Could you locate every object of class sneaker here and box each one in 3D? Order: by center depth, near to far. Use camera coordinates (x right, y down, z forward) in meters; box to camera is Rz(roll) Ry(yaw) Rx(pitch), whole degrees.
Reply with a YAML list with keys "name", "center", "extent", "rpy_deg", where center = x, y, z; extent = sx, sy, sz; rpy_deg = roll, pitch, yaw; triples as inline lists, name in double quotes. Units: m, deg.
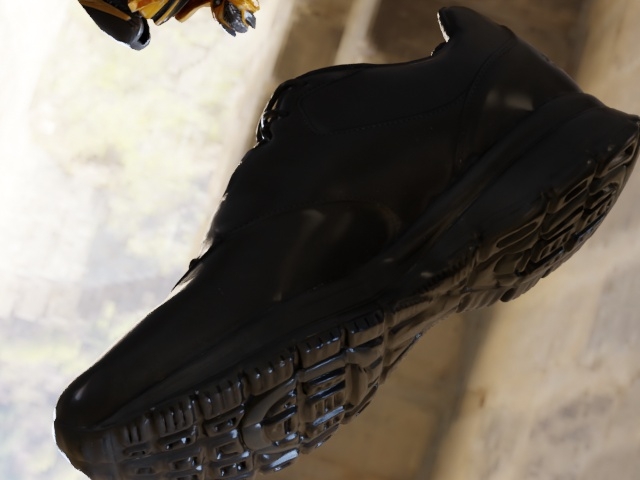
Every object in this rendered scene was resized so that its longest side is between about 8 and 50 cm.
- name: "sneaker"
  center: [0.000, 0.000, 0.692]
  extent: [0.130, 0.286, 0.109]
  rpy_deg: [48, 153, 21]

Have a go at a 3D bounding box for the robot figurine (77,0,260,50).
- name: "robot figurine"
  center: [-0.096, -0.262, 0.998]
  extent: [0.211, 0.291, 0.085]
  rpy_deg: [-21, 166, 12]
